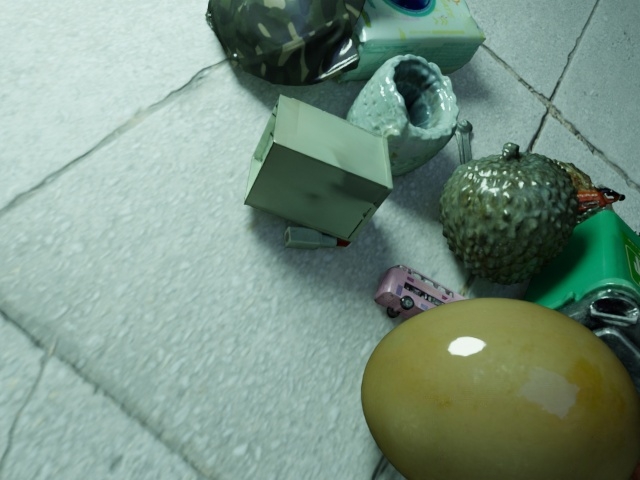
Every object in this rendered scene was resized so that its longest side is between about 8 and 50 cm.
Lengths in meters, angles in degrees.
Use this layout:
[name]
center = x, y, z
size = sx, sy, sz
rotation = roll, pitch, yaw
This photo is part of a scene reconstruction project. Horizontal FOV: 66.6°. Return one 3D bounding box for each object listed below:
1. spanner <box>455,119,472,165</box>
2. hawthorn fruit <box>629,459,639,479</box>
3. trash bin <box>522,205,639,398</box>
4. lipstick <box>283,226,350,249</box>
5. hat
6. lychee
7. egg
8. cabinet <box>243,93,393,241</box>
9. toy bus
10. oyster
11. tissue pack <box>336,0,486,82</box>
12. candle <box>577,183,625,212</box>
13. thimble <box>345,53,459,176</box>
[spanner]
center = 0.343, -0.168, 1.142
size = 0.071, 0.017, 0.302
rotation = 11, 62, -20
[hawthorn fruit]
center = 0.633, 0.361, 0.921
size = 0.165, 0.165, 0.285
rotation = 45, 63, 0
[trash bin]
center = 0.519, 0.141, 0.935
size = 0.259, 0.295, 0.381
rotation = 44, 42, -3
[lipstick]
center = 0.000, -0.001, 0.868
size = 0.129, 0.030, 0.030
rotation = 5, 63, -25
[hat]
center = -0.053, -0.523, 0.913
size = 0.366, 0.381, 0.257
rotation = 29, 38, 13
[lychee]
center = 0.362, -0.052, 0.953
size = 0.255, 0.255, 0.274
rotation = -19, 110, -33
[egg]
center = 0.246, 0.230, 0.699
size = 0.374, 0.301, 0.301
rotation = 11, 57, 6
[cabinet]
center = -0.006, -0.123, 0.842
size = 0.206, 0.145, 0.150
rotation = 19, 45, -17
[toy bus]
center = 0.199, 0.120, 0.890
size = 0.203, 0.063, 0.090
rotation = 29, 55, -10
[oyster]
center = 0.648, -0.097, 1.214
size = 0.275, 0.100, 0.271
rotation = -34, 68, -31
[tissue pack]
center = 0.168, -0.537, 1.155
size = 0.388, 0.162, 0.287
rotation = -15, 76, -32
[candle]
center = 0.555, -0.084, 1.122
size = 0.302, 0.059, 0.084
rotation = -5, 46, 0
[thimble]
center = 0.170, -0.252, 1.000
size = 0.205, 0.172, 0.250
rotation = 39, 52, -7
